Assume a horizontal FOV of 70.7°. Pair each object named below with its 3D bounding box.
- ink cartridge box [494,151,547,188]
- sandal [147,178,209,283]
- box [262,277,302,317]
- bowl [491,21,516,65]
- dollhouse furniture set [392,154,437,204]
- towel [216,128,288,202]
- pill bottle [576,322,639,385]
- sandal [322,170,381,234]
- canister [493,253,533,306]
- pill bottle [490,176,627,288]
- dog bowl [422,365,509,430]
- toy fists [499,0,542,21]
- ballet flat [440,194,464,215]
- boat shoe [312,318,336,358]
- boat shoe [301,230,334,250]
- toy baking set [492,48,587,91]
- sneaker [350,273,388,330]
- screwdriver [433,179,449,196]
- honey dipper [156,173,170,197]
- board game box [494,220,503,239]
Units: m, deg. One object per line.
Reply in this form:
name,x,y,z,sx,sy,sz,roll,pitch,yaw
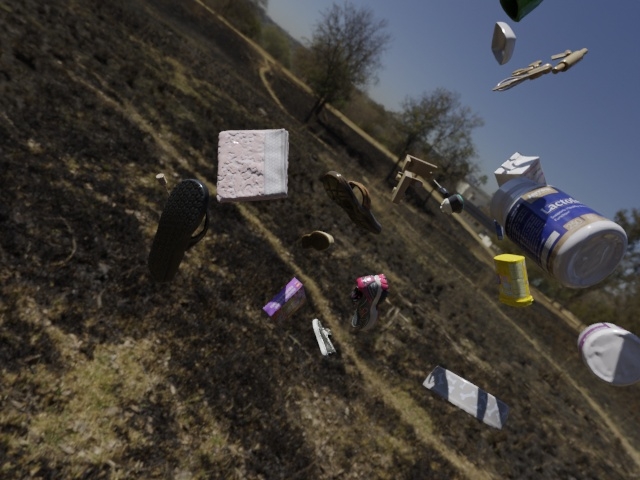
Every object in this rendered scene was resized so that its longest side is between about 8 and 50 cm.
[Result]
ink cartridge box,0.579,-0.174,1.304,0.090,0.092,0.143,16,-39,56
sandal,-0.457,-0.035,1.499,0.107,0.445,0.167,-8,55,-47
box,-0.163,0.301,2.136,0.057,0.201,0.293,41,-14,16
bowl,0.764,-0.820,1.873,0.142,0.053,0.142,74,8,-55
dollhouse furniture set,0.351,-0.209,1.675,0.123,0.144,0.151,21,30,-4
towel,-0.298,-0.332,1.976,0.053,0.318,0.331,67,21,-73
pill bottle,0.914,0.350,1.433,0.169,0.169,0.302,45,14,22
sandal,0.078,-0.085,0.954,0.090,0.060,0.219,29,-10,46
canister,0.687,0.141,1.616,0.126,0.074,0.169,-164,-119,-75
pill bottle,0.493,-0.029,0.970,0.153,0.153,0.264,30,18,-30
dog bowl,0.580,0.620,1.787,0.349,0.102,0.349,29,-8,5
toy fists,0.426,-0.568,0.890,0.096,0.142,0.279,59,15,21
ballet flat,0.469,-0.123,1.623,0.074,0.074,0.203,41,8,6
boat shoe,0.022,0.461,2.149,0.077,0.070,0.219,62,4,-47
boat shoe,0.000,0.000,1.098,0.045,0.050,0.135,-7,4,-28
toy baking set,0.591,-0.457,1.229,0.197,0.256,0.030,-1,-60,54
sneaker,0.165,0.236,1.736,0.112,0.299,0.120,0,42,-14
screwdriver,0.494,-0.221,1.851,0.024,0.025,0.169,58,15,-27
honey dipper,-0.594,-0.185,1.747,0.030,0.031,0.160,54,-20,45
board game box,0.607,-0.063,1.534,0.090,0.020,0.090,63,34,-36
